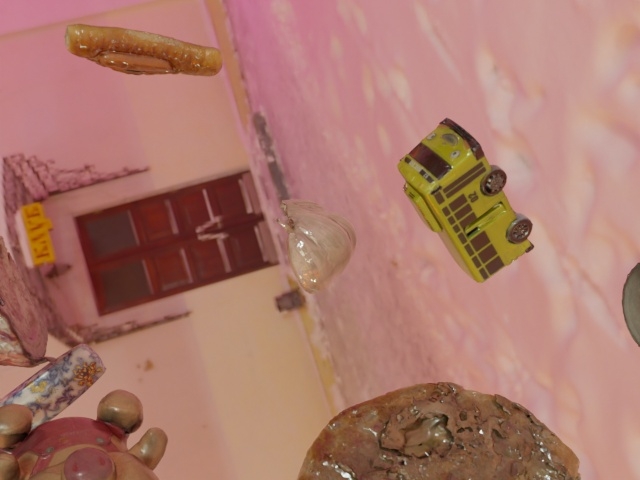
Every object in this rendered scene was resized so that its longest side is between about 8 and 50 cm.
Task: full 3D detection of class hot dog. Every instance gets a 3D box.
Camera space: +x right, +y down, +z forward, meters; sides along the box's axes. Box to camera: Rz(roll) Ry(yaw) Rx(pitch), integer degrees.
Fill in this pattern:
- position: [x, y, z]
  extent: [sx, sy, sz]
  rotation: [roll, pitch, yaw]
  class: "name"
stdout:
- position: [-0.152, -0.161, 0.690]
  extent: [0.044, 0.137, 0.028]
  rotation: [-31, 60, 57]
  class: "hot dog"

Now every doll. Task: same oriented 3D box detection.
- position: [-0.225, 0.255, 0.767]
  extent: [0.256, 0.196, 0.152]
  rotation: [45, 161, 52]
  class: "doll"

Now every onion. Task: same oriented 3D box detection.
- position: [-0.551, 0.076, 1.271]
  extent: [0.314, 0.146, 0.280]
  rotation: [64, 168, -6]
  class: "onion"

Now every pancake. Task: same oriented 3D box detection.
- position: [0.161, 0.351, 0.945]
  extent: [0.071, 0.383, 0.382]
  rotation: [106, 147, -61]
  class: "pancake"

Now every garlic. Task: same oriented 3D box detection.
- position: [0.000, 0.000, 1.606]
  extent: [0.229, 0.143, 0.178]
  rotation: [-89, -16, -54]
  class: "garlic"

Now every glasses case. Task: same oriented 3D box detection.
- position: [-0.516, 0.290, 1.473]
  extent: [0.087, 0.248, 0.065]
  rotation: [54, 173, -19]
  class: "glasses case"

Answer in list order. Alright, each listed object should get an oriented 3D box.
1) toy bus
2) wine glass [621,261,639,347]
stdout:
- position: [0.244, -0.063, 1.348]
  extent: [0.262, 0.150, 0.128]
  rotation: [52, -178, -37]
  class: "toy bus"
- position: [0.479, 0.106, 0.721]
  extent: [0.264, 0.310, 0.096]
  rotation: [-118, 33, -46]
  class: "wine glass"
